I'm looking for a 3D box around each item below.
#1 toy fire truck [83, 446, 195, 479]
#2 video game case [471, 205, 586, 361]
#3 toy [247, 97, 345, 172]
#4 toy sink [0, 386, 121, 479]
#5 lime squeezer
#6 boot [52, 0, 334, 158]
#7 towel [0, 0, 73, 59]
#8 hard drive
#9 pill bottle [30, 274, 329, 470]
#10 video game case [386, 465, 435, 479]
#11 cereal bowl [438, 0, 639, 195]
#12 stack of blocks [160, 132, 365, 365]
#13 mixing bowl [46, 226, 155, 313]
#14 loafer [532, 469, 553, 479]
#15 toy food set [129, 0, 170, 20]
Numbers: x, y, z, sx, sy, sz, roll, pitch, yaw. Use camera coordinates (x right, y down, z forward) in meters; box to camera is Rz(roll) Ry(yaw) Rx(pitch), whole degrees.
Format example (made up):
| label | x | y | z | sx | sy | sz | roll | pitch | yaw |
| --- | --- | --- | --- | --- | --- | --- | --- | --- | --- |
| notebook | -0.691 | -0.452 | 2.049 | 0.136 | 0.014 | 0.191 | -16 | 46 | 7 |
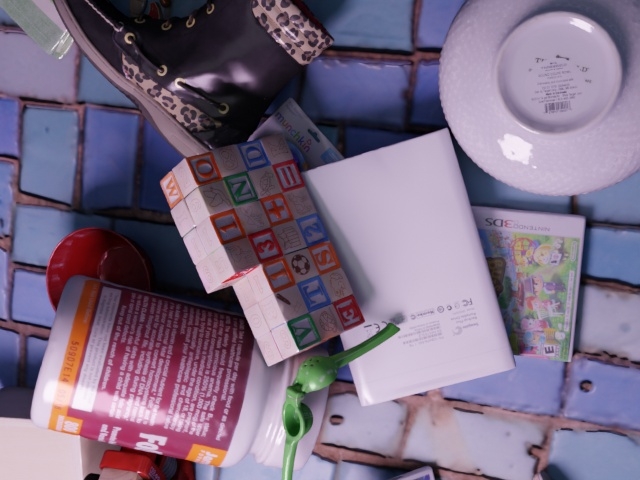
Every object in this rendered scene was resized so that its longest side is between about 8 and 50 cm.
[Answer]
| label | x | y | z | sx | sy | sz | roll | pitch | yaw |
| --- | --- | --- | --- | --- | --- | --- | --- | --- | --- |
| toy fire truck | -0.282 | 0.341 | 1.550 | 0.158 | 0.217 | 0.246 | 5 | 58 | 16 |
| video game case | 0.276 | 0.061 | 1.402 | 0.193 | 0.023 | 0.213 | 6 | 100 | 16 |
| toy | -0.091 | -0.087 | 1.473 | 0.237 | 0.056 | 0.137 | -42 | 87 | 18 |
| toy sink | -0.459 | 0.331 | 1.597 | 0.234 | 0.153 | 0.131 | 1 | 99 | 16 |
| lime squeezer | -0.008 | 0.228 | 1.328 | 0.058 | 0.110 | 0.310 | 23 | 78 | 39 |
| boot | -0.188 | -0.318 | 1.422 | 0.284 | 0.138 | 0.377 | -43 | 85 | 16 |
| towel | -0.401 | -0.483 | 1.519 | 0.248 | 0.038 | 0.325 | 46 | 110 | 7 |
| hard drive | 0.120 | 0.041 | 1.395 | 0.233 | 0.047 | 0.353 | -16 | 94 | 11 |
| pill bottle | -0.199 | 0.202 | 1.406 | 0.392 | 0.224 | 0.224 | 15 | 103 | -11 |
| video game case | 0.108 | 0.465 | 1.464 | 0.183 | 0.023 | 0.201 | -15 | 94 | -17 |
| cereal bowl | 0.319 | -0.221 | 1.287 | 0.338 | 0.141 | 0.339 | 2 | 98 | 16 |
| stack of blocks | -0.080 | 0.016 | 1.343 | 0.087 | 0.171 | 0.297 | -31 | 81 | 51 |
| mixing bowl | -0.334 | 0.061 | 1.546 | 0.181 | 0.098 | 0.182 | 3 | 100 | 16 |
| loafer | 0.347 | 0.398 | 1.423 | 0.039 | 0.045 | 0.125 | -37 | 90 | 25 |
| toy food set | -0.260 | -0.390 | 1.496 | 0.077 | 0.019 | 0.122 | 13 | 102 | 14 |
